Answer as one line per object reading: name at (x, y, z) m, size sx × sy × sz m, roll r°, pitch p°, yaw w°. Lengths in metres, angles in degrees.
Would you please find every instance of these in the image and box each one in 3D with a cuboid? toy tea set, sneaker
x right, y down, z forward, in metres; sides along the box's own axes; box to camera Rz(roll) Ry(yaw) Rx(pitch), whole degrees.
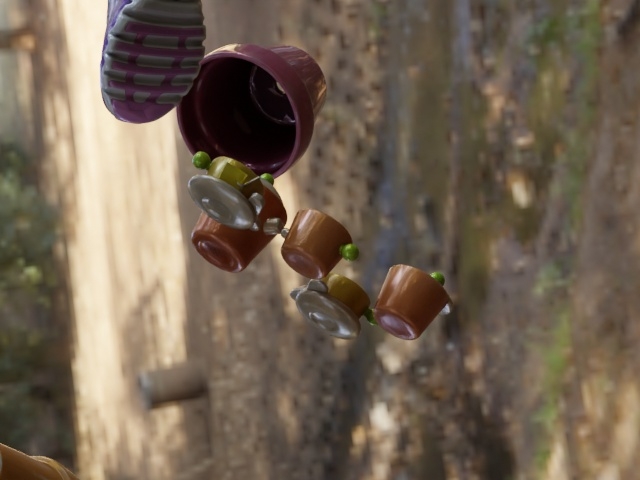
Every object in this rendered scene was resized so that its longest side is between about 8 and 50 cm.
toy tea set at (0.000, 0.000, 1.869) m, size 0.124 × 0.336 × 0.200 m, roll -57°, pitch -1°, yaw -27°
sneaker at (-0.164, -0.226, 1.531) m, size 0.104 × 0.095 × 0.236 m, roll 10°, pitch 91°, yaw 59°

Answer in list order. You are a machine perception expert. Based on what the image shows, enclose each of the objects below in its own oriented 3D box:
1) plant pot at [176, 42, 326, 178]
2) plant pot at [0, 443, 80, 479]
plant pot at (-0.083, -0.202, 2.390) m, size 0.180 × 0.201 × 0.201 m, roll -41°, pitch -47°, yaw -57°
plant pot at (-0.451, 0.374, 2.289) m, size 0.188 × 0.205 × 0.205 m, roll 55°, pitch -165°, yaw -48°
